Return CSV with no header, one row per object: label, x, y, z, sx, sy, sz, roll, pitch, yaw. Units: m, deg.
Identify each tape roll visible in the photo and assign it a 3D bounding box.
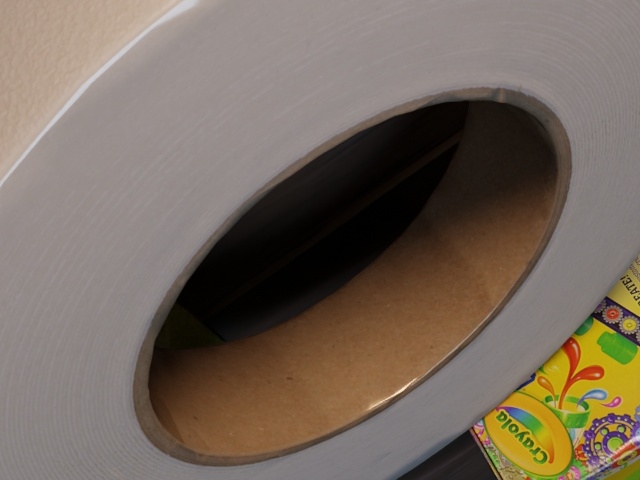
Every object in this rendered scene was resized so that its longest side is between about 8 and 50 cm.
tape roll,0.000,0.000,0.513,0.392,0.072,0.392,-26,146,-20

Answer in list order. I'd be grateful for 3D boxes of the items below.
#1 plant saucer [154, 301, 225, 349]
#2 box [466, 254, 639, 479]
plant saucer,-0.120,0.130,0.716,0.188,0.045,0.188,-33,147,5
box,0.228,0.076,0.793,0.279,0.177,0.290,-30,147,2
